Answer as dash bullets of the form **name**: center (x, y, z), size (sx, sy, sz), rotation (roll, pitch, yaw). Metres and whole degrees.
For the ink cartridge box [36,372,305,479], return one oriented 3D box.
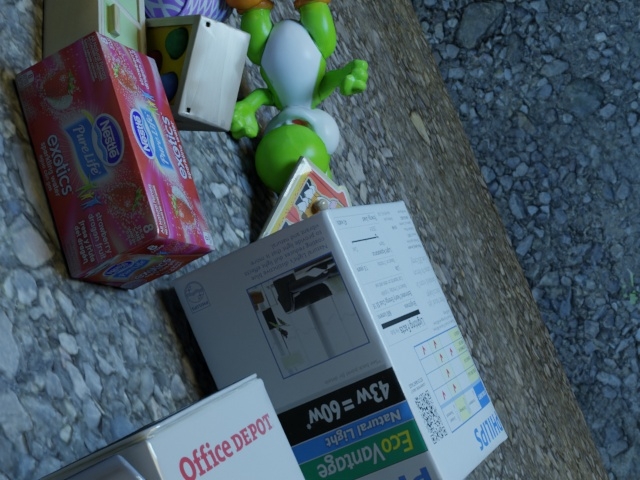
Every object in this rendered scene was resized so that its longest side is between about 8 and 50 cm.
- **ink cartridge box**: center (-0.093, 0.352, 1.299), size (0.385, 0.160, 0.279), rotation (67, 20, 2)

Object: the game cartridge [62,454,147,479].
- **game cartridge**: center (-0.162, 0.334, 1.099), size (0.294, 0.196, 0.060), rotation (64, -17, -2)

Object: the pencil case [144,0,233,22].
- **pencil case**: center (-0.199, -0.362, 2.028), size (0.088, 0.086, 0.206), rotation (25, 13, 14)

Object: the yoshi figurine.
- **yoshi figurine**: center (-0.043, -0.220, 2.065), size (0.203, 0.203, 0.362), rotation (-18, 106, -39)

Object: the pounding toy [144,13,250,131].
- **pounding toy**: center (-0.199, -0.173, 1.724), size (0.094, 0.181, 0.206), rotation (16, 84, -40)

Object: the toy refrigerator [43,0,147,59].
- **toy refrigerator**: center (-0.279, -0.295, 1.707), size (0.102, 0.094, 0.270), rotation (46, 27, -44)

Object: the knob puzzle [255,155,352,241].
- **knob puzzle**: center (0.000, 0.000, 2.015), size (0.213, 0.030, 0.213), rotation (-4, 96, -44)

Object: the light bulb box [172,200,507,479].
- **light bulb box**: center (0.039, 0.157, 1.742), size (0.361, 0.225, 0.358), rotation (67, 19, 5)

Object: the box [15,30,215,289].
- **box**: center (-0.231, -0.086, 1.531), size (0.128, 0.122, 0.257), rotation (19, 49, -64)
